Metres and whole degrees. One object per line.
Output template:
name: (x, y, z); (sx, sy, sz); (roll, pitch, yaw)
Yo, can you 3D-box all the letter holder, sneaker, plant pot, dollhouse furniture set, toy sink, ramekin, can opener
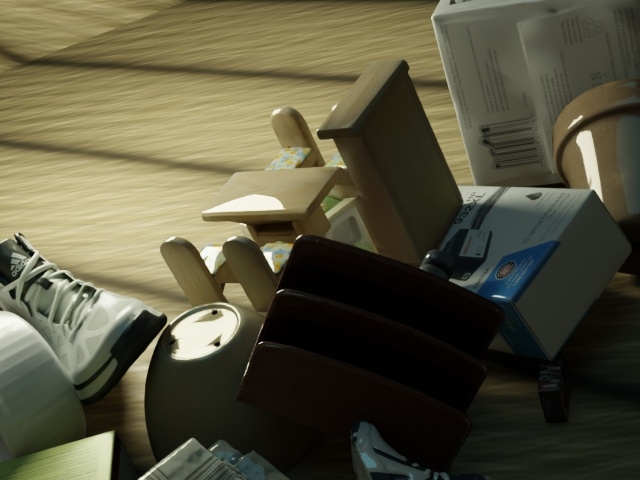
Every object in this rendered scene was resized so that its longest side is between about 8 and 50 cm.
letter holder: (0.071, 0.147, 1.570); (0.301, 0.214, 0.152); (21, 39, -2)
sneaker: (0.141, 0.313, 1.492); (0.153, 0.094, 0.235); (-18, 48, -14)
plant pot: (-0.146, 0.204, 1.746); (0.284, 0.191, 0.284); (-15, 32, 10)
dollhouse furniture set: (-0.022, -0.103, 1.804); (0.394, 0.256, 0.362); (-1, 39, 38)
toy sink: (0.000, 0.000, 2.021); (0.153, 0.131, 0.234); (-38, 37, -25)
ramekin: (-0.480, 0.243, 1.804); (0.135, 0.277, 0.277); (-31, 33, -31)
plant pot: (0.484, -0.080, 1.804); (0.263, 0.263, 0.229); (-6, 52, 22)
sneaker: (-0.415, 0.110, 1.826); (0.169, 0.257, 0.447); (-51, 16, -22)
can opener: (0.107, 0.121, 1.686); (0.093, 0.280, 0.074); (29, 42, 1)

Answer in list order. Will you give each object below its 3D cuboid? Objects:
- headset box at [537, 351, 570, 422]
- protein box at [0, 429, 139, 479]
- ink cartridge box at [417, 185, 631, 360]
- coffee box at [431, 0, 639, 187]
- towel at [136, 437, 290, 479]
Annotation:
headset box: (0.320, 0.204, 1.611); (0.032, 0.062, 0.083); (-6, 36, 21)
protein box: (-0.356, 0.400, 1.620); (0.199, 0.136, 0.201); (-17, 32, 4)
ink cartridge box: (0.261, 0.037, 1.738); (0.223, 0.129, 0.307); (-50, 28, -22)
coffee box: (0.420, -0.321, 2.052); (0.338, 0.338, 0.334); (-6, 29, 21)
towel: (-0.127, 0.389, 1.448); (0.312, 0.056, 0.324); (29, 40, 29)
